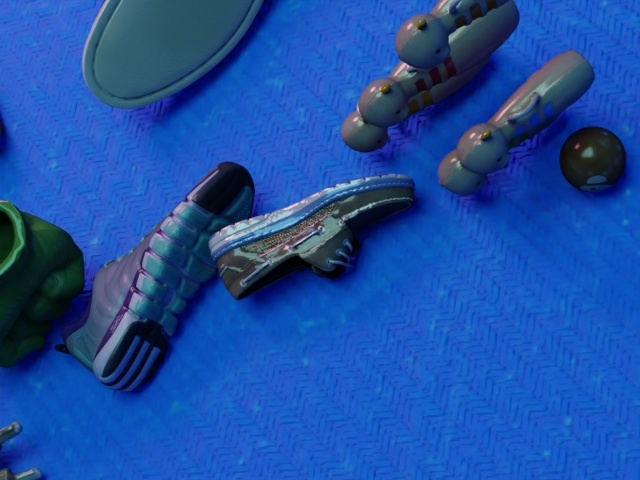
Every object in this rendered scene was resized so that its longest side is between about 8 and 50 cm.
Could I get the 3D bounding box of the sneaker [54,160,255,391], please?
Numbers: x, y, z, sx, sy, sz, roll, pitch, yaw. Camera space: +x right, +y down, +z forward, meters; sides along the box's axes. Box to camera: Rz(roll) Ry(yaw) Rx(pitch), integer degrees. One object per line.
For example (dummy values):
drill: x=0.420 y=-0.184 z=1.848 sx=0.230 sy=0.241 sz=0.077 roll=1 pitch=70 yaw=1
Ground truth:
sneaker: x=-0.150 y=0.017 z=1.576 sx=0.098 sy=0.083 sz=0.223 roll=25 pitch=77 yaw=38

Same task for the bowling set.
bowling set: x=0.135 y=-0.094 z=1.441 sx=0.154 sy=0.287 sz=0.200 roll=-40 pitch=82 yaw=-9

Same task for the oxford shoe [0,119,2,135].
oxford shoe: x=-0.440 y=-0.205 z=1.804 sx=0.133 sy=0.130 sz=0.363 roll=-36 pitch=54 yaw=11

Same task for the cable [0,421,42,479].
cable: x=-0.377 y=0.248 z=1.555 sx=0.287 sy=0.072 sz=0.139 roll=-14 pitch=73 yaw=13

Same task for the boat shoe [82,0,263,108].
boat shoe: x=-0.114 y=-0.270 z=1.698 sx=0.340 sy=0.127 sz=0.113 roll=-58 pitch=27 yaw=-3

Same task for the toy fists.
toy fists: x=-0.327 y=0.084 z=1.586 sx=0.279 sy=0.142 sz=0.096 roll=-40 pitch=66 yaw=1

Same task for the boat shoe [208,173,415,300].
boat shoe: x=0.000 y=0.000 z=1.530 sx=0.183 sy=0.066 sz=0.066 roll=-21 pitch=74 yaw=10
